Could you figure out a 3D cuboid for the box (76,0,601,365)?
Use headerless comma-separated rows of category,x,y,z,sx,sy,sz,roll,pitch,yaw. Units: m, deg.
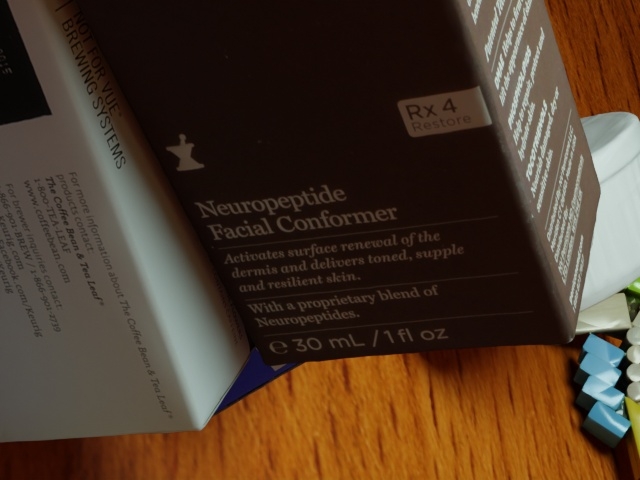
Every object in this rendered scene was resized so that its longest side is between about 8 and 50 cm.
box,0.004,-0.116,0.726,0.143,0.191,0.381,-68,143,-46

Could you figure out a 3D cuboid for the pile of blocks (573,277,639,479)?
pile of blocks,0.316,0.126,1.540,0.112,0.149,0.362,90,-2,-65

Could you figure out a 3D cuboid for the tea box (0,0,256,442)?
tea box,-0.152,-0.101,0.877,0.323,0.220,0.329,-54,132,-56

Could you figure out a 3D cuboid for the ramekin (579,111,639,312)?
ramekin,0.188,-0.008,1.324,0.127,0.273,0.273,65,31,-10

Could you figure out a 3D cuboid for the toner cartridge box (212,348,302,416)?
toner cartridge box,0.000,0.000,1.142,0.075,0.165,0.348,53,33,-9
